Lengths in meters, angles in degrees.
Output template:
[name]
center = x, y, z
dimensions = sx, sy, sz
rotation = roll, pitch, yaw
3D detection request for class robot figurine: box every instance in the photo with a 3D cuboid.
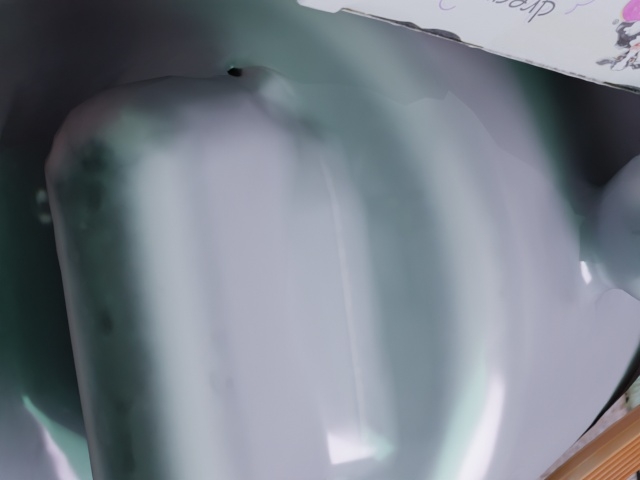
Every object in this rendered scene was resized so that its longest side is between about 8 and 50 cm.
[robot figurine]
center = 0.000, 0.000, 0.511
dimensions = 0.299, 0.200, 0.353
rotation = 0, -170, 27

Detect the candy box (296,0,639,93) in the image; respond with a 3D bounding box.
[candy box]
center = 0.030, -0.129, 0.427
dimensions = 0.164, 0.196, 0.070
rotation = 8, 128, -42

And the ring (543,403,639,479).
[ring]
center = 0.179, 0.076, 0.646
dimensions = 0.336, 0.032, 0.336
rotation = -29, 160, -12
